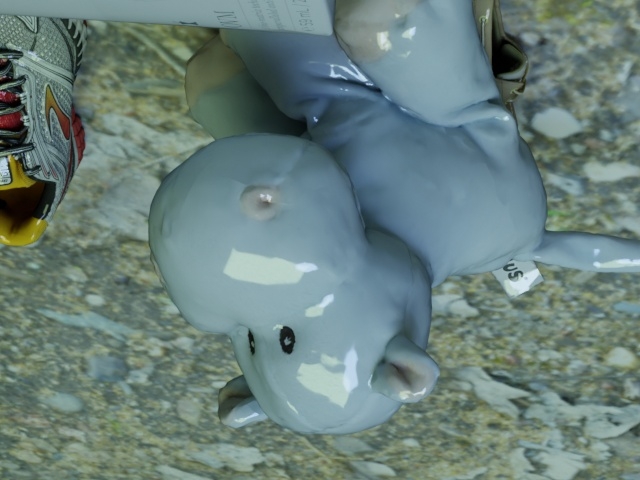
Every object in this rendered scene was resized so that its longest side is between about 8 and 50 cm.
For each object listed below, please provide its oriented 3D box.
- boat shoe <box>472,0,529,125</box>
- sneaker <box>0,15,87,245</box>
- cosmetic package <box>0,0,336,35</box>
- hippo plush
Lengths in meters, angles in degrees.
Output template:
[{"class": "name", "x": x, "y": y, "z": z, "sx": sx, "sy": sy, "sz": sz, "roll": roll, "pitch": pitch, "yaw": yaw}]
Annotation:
[{"class": "boat shoe", "x": 0.101, "y": -0.101, "z": 0.976, "sx": 0.045, "sy": 0.050, "sz": 0.135, "roll": -2, "pitch": 143, "yaw": 23}, {"class": "sneaker", "x": -0.191, "y": -0.081, "z": 1.024, "sx": 0.088, "sy": 0.093, "sz": 0.225, "roll": 4, "pitch": 143, "yaw": 5}, {"class": "cosmetic package", "x": -0.106, "y": -0.194, "z": 0.751, "sx": 0.224, "sy": 0.138, "sz": 0.224, "roll": 6, "pitch": 170, "yaw": 6}, {"class": "hippo plush", "x": 0.000, "y": 0.000, "z": 0.923, "sx": 0.234, "sy": 0.236, "sz": 0.294, "roll": -11, "pitch": 125, "yaw": 46}]
